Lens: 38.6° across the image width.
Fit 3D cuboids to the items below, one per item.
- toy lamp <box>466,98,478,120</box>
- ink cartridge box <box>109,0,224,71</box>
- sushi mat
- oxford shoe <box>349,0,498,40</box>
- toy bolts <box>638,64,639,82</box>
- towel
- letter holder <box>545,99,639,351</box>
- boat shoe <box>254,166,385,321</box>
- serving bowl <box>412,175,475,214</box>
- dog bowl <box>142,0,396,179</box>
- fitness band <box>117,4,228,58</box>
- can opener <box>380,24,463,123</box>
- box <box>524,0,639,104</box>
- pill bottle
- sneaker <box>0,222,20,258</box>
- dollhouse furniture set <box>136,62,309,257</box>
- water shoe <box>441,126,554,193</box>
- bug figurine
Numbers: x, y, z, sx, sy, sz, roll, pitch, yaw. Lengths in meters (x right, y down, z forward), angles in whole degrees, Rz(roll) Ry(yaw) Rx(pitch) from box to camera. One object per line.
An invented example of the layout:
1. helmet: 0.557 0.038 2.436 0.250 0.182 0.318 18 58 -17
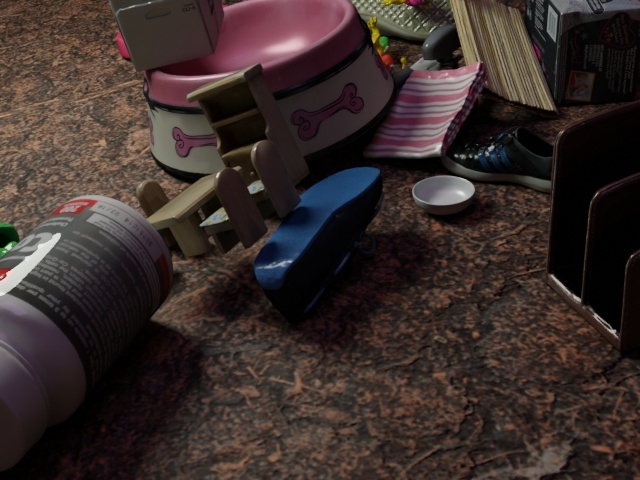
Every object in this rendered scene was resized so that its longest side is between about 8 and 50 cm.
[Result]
1. toy lamp: 0.265 -0.289 1.556 0.080 0.080 0.275 9 36 22
2. ink cartridge box: -0.228 -0.355 1.379 0.128 0.127 0.176 -12 31 8
3. sushi mat: 0.302 -0.323 1.537 0.151 0.019 0.317 15 42 -17
4. oxford shoe: 0.132 -0.479 1.835 0.449 0.169 0.130 5 -3 15
5. toy bolts: 0.647 -0.322 1.467 0.228 0.158 0.218 -6 31 0
6. towel: 0.158 -0.196 1.382 0.144 0.029 0.197 1 48 40
7. letter holder: 0.417 -0.042 0.985 0.301 0.214 0.152 -14 32 -14
8. boat shoe: 0.000 0.000 1.113 0.109 0.089 0.258 3 35 39
9. serving bowl: 0.166 -0.057 1.230 0.083 0.027 0.083 -4 31 2
10. dog bowl: -0.094 -0.261 1.438 0.408 0.150 0.408 -12 31 7
11. fitness band: -0.286 -0.436 1.914 0.209 0.054 0.291 18 37 38
12. can opener: 0.156 -0.281 1.552 0.074 0.093 0.280 11 39 33
13. box: 0.441 -0.354 1.547 0.142 0.163 0.247 -4 31 0
14. pill bottle: -0.282 0.086 0.934 0.161 0.161 0.283 6 32 18
15. sneaker: -0.402 0.048 1.067 0.123 0.109 0.295 -15 32 -9
16. dollhouse furniture set: -0.142 -0.093 1.142 0.212 0.161 0.242 -13 21 38
17. water shoe: 0.266 -0.126 1.277 0.203 0.080 0.073 13 36 28
18. bug figurine: 0.149 -0.402 1.665 0.072 0.279 0.216 32 8 -16
